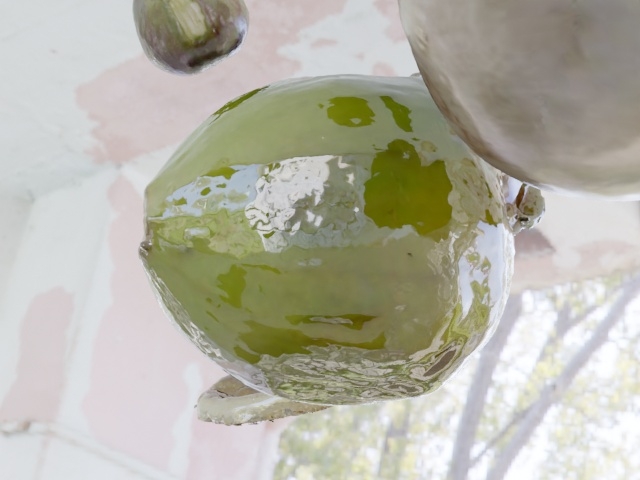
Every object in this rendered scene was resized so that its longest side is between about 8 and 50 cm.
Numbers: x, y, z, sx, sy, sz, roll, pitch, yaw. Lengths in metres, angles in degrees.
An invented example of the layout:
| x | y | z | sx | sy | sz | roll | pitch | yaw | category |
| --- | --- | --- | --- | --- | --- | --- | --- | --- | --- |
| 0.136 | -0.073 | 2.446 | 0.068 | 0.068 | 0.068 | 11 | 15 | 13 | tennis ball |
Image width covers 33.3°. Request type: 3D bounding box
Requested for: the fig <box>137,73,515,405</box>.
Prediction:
| x | y | z | sx | sy | sz | roll | pitch | yaw | category |
| --- | --- | --- | --- | --- | --- | --- | --- | --- | --- |
| 0.000 | -0.006 | 0.994 | 0.343 | 0.343 | 0.343 | 7 | -28 | 4 | fig |

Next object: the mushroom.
| x | y | z | sx | sy | sz | roll | pitch | yaw | category |
| --- | --- | --- | --- | --- | --- | --- | --- | --- | --- |
| 0.196 | -0.211 | 0.688 | 0.362 | 0.362 | 0.294 | 40 | -1 | -43 | mushroom |

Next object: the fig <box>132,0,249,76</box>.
| x | y | z | sx | sy | sz | roll | pitch | yaw | category |
| --- | --- | --- | --- | --- | --- | --- | --- | --- | --- |
| -0.186 | -0.324 | 1.326 | 0.149 | 0.149 | 0.245 | -8 | -54 | 29 | fig |

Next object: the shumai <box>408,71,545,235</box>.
| x | y | z | sx | sy | sz | roll | pitch | yaw | category |
| --- | --- | --- | --- | --- | --- | --- | --- | --- | --- |
| 0.180 | -0.060 | 1.575 | 0.262 | 0.314 | 0.267 | 38 | 11 | 24 | shumai |

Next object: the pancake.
| x | y | z | sx | sy | sz | roll | pitch | yaw | category |
| --- | --- | --- | --- | --- | --- | --- | --- | --- | --- |
| -0.009 | 0.190 | 1.456 | 0.356 | 0.065 | 0.356 | -15 | 0 | 0 | pancake |
